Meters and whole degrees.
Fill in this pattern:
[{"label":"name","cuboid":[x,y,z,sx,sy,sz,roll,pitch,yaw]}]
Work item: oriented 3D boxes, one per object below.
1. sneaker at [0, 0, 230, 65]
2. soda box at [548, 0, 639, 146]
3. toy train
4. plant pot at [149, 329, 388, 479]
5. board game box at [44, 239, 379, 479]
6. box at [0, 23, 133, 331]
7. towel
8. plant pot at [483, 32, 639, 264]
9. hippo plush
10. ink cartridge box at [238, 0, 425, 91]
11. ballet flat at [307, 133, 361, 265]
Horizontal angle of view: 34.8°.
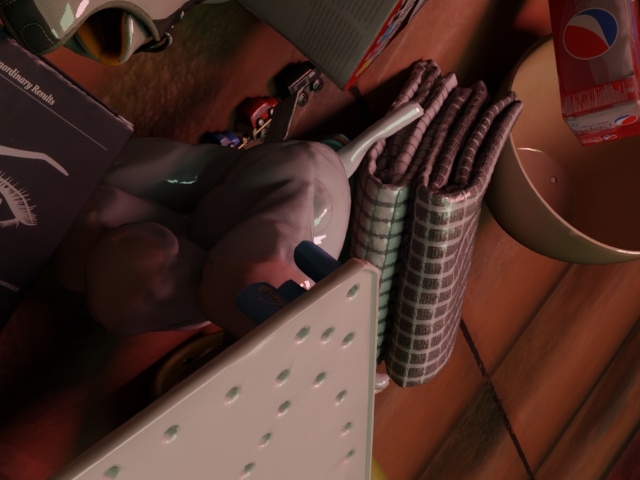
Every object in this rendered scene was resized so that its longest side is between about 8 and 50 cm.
[{"label":"sneaker","cuboid":[-0.124,-0.165,0.662,0.271,0.100,0.108,-24,96,-63]},{"label":"soda box","cuboid":[0.304,-0.245,1.127,0.092,0.083,0.263,28,56,-57]},{"label":"toy train","cuboid":[-0.055,-0.111,0.921,0.158,0.027,0.036,-45,141,-23]},{"label":"plant pot","cuboid":[-0.057,0.243,1.013,0.274,0.274,0.294,-36,124,-33]},{"label":"board game box","cuboid":[-0.119,0.229,0.652,0.390,0.050,0.390,-35,145,-29]},{"label":"box","cuboid":[-0.245,-0.039,0.645,0.207,0.108,0.153,-57,147,-5]},{"label":"towel","cuboid":[0.116,-0.022,1.052,0.284,0.121,0.235,-59,158,-52]},{"label":"plant pot","cuboid":[0.304,-0.089,1.248,0.284,0.284,0.191,-40,179,-28]},{"label":"hippo plush","cuboid":[-0.070,0.044,0.817,0.294,0.234,0.237,-54,147,-49]},{"label":"ink cartridge box","cuboid":[0.085,-0.292,0.742,0.272,0.130,0.309,-50,-179,-16]},{"label":"ballet flat","cuboid":[0.000,0.000,1.041,0.087,0.083,0.247,-34,139,-60]}]
